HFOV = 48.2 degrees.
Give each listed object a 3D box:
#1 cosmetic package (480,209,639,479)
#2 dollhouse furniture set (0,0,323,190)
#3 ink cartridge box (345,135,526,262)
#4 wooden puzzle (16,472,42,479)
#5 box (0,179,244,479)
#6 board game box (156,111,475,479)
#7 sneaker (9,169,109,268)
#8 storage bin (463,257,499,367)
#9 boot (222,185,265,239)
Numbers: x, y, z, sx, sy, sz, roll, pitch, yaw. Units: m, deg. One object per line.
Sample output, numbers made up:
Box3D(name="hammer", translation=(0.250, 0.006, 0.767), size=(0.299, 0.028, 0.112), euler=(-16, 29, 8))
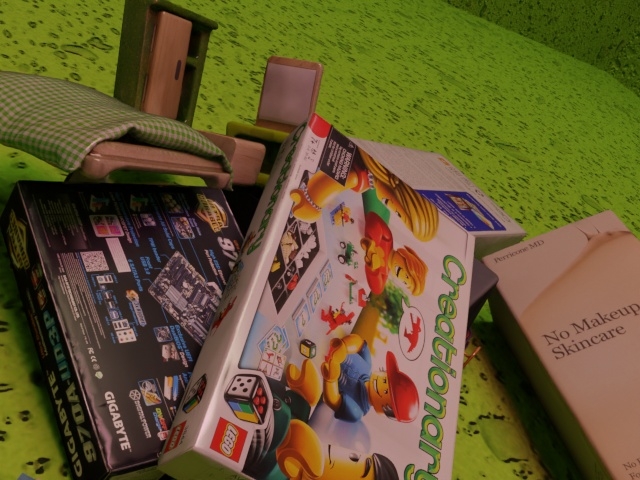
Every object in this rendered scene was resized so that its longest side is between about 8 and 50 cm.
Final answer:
Box3D(name="cosmetic package", translation=(0.290, 0.122, 0.689), size=(0.160, 0.113, 0.309), euler=(-22, 40, 1))
Box3D(name="dollhouse furniture set", translation=(-0.141, -0.136, 0.594), size=(0.197, 0.151, 0.301), euler=(16, 8, 26))
Box3D(name="ink cartridge box", translation=(0.111, -0.045, 0.859), size=(0.176, 0.069, 0.371), euler=(48, 23, 24))
Box3D(name="wooden puzzle", translation=(-0.162, 0.162, 0.408), size=(0.083, 0.006, 0.049), euler=(28, 29, -1))
Box3D(name="box", translation=(-0.115, 0.056, 0.521), size=(0.175, 0.051, 0.220), euler=(-3, 56, -44))
Box3D(name="board game box", translation=(0.022, 0.065, 0.534), size=(0.193, 0.053, 0.305), euler=(35, 46, -20))
Box3D(name="sneaker", translation=(-0.199, -0.011, 0.610), size=(0.075, 0.057, 0.161), euler=(33, 27, -17))
Box3D(name="storage bin", translation=(0.125, 0.071, 0.718), size=(0.098, 0.091, 0.135), euler=(39, 31, 17))
Box3D(name="boot", translation=(0.000, 0.000, 0.731), size=(0.219, 0.082, 0.106), euler=(38, 33, 20))
